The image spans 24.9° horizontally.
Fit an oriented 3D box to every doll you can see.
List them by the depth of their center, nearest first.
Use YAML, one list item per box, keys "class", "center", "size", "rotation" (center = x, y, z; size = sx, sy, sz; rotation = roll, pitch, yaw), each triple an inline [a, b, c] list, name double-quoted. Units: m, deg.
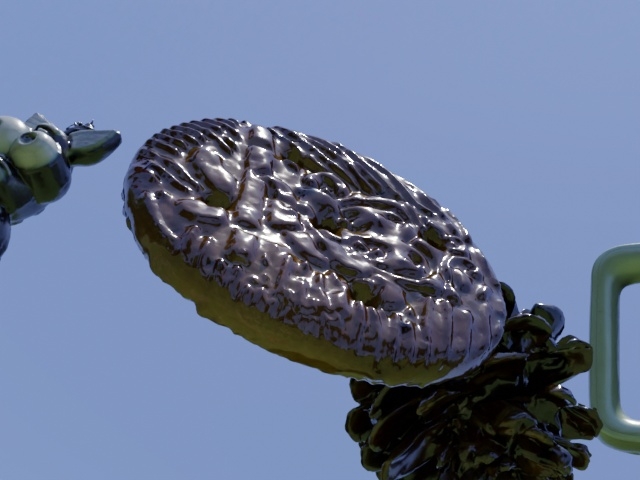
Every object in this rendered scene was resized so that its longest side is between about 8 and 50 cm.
- class: "doll"
  center: [-0.236, -0.028, 1.025]
  size: [0.091, 0.219, 0.067]
  rotation: [14, -43, 33]

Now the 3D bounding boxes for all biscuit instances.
- class: "biscuit"
  center: [0.001, -0.001, 0.660]
  size: [0.188, 0.188, 0.027]
  rotation: [26, -63, -1]

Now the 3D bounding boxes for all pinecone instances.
- class: "pinecone"
  center: [0.085, 0.092, 0.761]
  size: [0.140, 0.121, 0.140]
  rotation: [-10, -49, -11]

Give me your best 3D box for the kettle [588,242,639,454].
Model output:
- class: "kettle"
  center: [0.421, 0.143, 1.435]
  size: [0.265, 0.318, 0.205]
  rotation: [-20, -38, 37]
